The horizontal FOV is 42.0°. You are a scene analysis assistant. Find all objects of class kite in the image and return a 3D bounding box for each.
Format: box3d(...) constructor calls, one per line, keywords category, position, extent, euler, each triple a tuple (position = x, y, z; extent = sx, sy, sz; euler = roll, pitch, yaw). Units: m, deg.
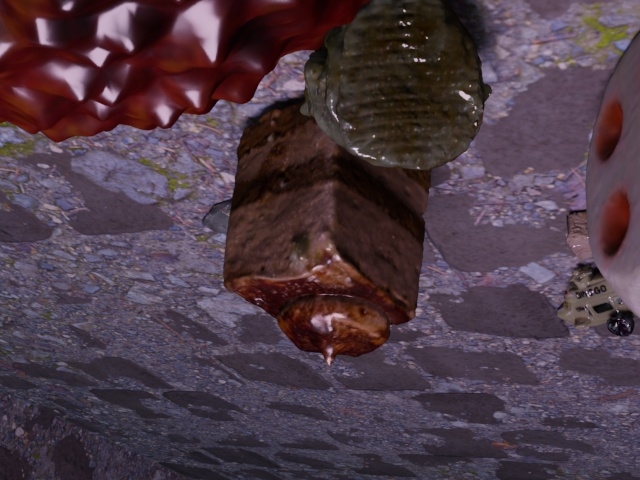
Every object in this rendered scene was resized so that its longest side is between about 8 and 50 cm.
box3d(category="kite", position=(-0.067, 0.001, 1.327), extent=(0.245, 0.015, 0.141), euler=(32, 148, -26))

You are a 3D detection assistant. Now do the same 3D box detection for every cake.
box3d(category="cake", position=(0.000, 0.000, 1.004), extent=(0.196, 0.292, 0.199), euler=(-12, 148, 38))
box3d(category="cake", position=(0.386, -0.010, 1.086), extent=(0.121, 0.052, 0.065), euler=(-3, 144, 25))

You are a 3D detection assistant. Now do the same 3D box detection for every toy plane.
box3d(category="toy plane", position=(0.442, 0.064, 1.176), extent=(0.108, 0.092, 0.286), euler=(49, 144, -12))

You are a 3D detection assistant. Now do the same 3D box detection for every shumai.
box3d(category="shumai", position=(0.071, -0.152, 0.845), extent=(0.184, 0.184, 0.142), euler=(17, -173, -9))

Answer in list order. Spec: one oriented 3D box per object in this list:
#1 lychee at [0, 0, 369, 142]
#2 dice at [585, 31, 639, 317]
box3d(category="lychee", position=(-0.150, -0.262, 0.446), extent=(0.500, 0.424, 0.424), euler=(-1, 150, 35))
box3d(category="dice", position=(0.400, -0.059, 0.763), extent=(0.243, 0.259, 0.251), euler=(12, 152, -2))
